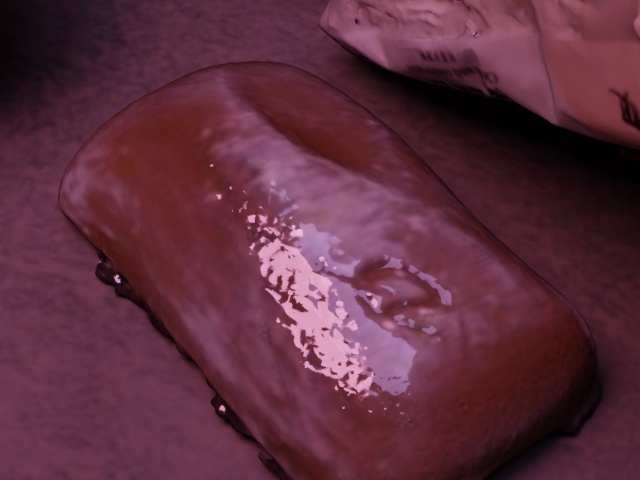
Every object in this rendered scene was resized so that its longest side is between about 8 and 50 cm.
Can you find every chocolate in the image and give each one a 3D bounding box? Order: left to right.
[{"bbox_3d":[0.001,0.000,0.682,0.161,0.083,0.261,-31,59,-30],"label":"chocolate"}]

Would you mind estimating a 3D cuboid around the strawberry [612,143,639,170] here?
[{"bbox_3d":[0.251,-0.053,0.758,0.140,0.085,0.192,-29,57,-24],"label":"strawberry"}]

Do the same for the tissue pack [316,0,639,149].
[{"bbox_3d":[0.214,-0.172,0.671,0.390,0.195,0.375,-27,18,-11],"label":"tissue pack"}]
